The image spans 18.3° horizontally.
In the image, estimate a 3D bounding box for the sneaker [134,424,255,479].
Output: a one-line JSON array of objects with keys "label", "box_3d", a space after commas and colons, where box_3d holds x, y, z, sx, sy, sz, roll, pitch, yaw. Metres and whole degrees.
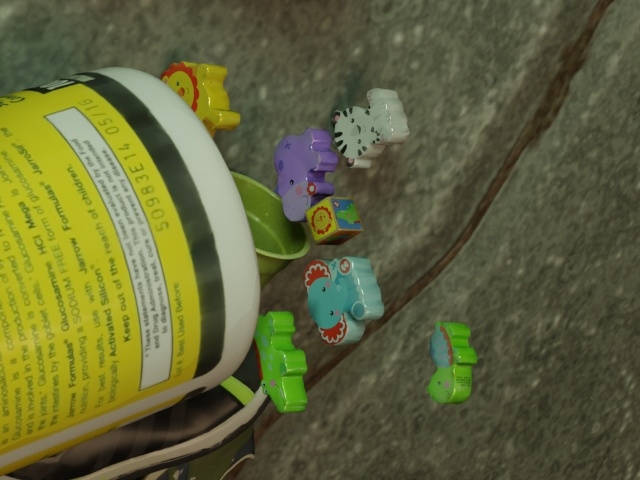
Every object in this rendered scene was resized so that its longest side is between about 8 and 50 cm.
[{"label": "sneaker", "box_3d": [-0.116, 0.166, 1.293, 0.192, 0.064, 0.086, -40, 135, -17]}]

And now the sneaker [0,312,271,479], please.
[{"label": "sneaker", "box_3d": [-0.122, 0.092, 1.216, 0.234, 0.084, 0.097, -28, 134, -25]}]

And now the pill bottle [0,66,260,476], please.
[{"label": "pill bottle", "box_3d": [-0.214, 0.039, 1.008, 0.334, 0.188, 0.188, -20, 132, -32]}]

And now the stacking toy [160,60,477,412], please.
[{"label": "stacking toy", "box_3d": [0.000, 0.000, 1.178, 0.167, 0.221, 0.052, 3, 154, -46]}]

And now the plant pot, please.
[{"label": "plant pot", "box_3d": [-0.061, 0.012, 1.225, 0.083, 0.083, 0.079, 5, 127, -45]}]
